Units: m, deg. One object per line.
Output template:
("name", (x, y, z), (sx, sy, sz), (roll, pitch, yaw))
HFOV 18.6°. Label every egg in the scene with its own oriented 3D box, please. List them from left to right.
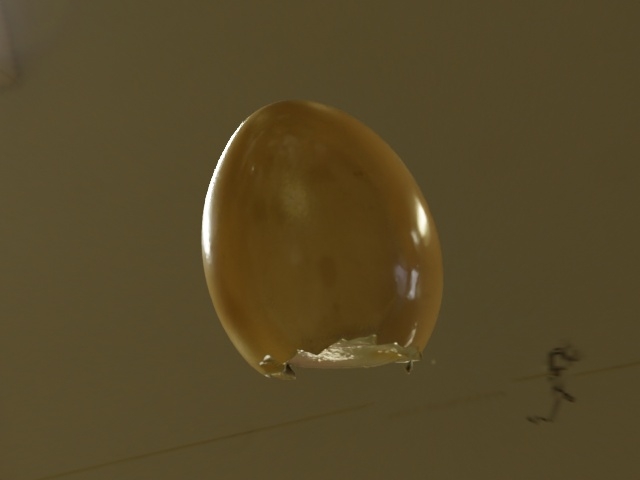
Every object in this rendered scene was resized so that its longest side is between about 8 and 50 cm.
("egg", (0.000, 0.000, 0.657), (0.080, 0.080, 0.096), (-7, -101, 3))
